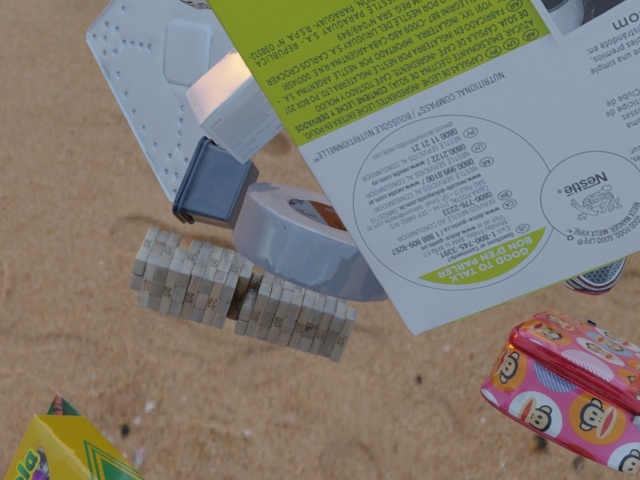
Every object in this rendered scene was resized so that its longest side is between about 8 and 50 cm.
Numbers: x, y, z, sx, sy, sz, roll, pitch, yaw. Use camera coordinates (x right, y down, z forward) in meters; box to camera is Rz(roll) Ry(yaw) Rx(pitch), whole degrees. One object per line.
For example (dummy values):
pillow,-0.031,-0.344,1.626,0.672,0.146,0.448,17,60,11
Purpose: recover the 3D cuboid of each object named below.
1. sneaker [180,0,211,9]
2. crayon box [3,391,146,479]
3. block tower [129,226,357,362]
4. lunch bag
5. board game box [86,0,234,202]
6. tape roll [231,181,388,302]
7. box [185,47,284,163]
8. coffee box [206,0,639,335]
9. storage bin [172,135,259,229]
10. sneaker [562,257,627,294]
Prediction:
sneaker,-0.153,-0.325,1.566,0.083,0.037,0.032,20,73,-1
crayon box,-0.278,0.337,1.305,0.318,0.202,0.081,35,14,38
block tower,-0.114,0.081,1.758,0.335,0.091,0.097,17,35,-3
lunch bag,0.357,0.195,1.459,0.258,0.120,0.293,29,14,19
board game box,-0.220,-0.328,2.052,0.050,0.390,0.390,-9,65,-51
tape roll,0.000,0.000,1.473,0.219,0.072,0.219,20,15,-5
box,-0.102,-0.175,1.486,0.102,0.087,0.101,-40,35,9
coffee box,0.148,-0.196,0.831,0.338,0.334,0.337,-24,25,20
storage bin,-0.157,-0.079,1.820,0.091,0.098,0.135,19,78,17
sneaker,0.284,-0.085,1.227,0.121,0.299,0.112,-6,14,-8
